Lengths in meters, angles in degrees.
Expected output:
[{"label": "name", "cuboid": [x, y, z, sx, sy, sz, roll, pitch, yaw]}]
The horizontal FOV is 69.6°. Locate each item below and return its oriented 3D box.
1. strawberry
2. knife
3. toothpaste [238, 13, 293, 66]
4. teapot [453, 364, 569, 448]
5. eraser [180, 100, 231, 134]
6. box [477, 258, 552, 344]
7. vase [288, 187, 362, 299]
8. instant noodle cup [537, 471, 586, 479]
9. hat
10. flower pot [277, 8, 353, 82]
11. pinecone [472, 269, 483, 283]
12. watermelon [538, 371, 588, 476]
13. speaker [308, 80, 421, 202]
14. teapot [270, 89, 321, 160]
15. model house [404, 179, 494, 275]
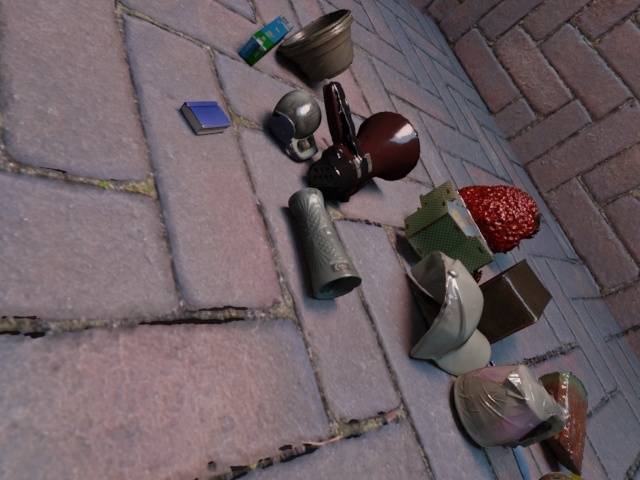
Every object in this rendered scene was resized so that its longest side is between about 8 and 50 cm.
[{"label": "strawberry", "cuboid": [0.620, -0.094, 1.619, 0.257, 0.261, 0.261, 54, 33, -11]}, {"label": "knife", "cuboid": [0.466, 0.439, 1.151, 0.045, 0.019, 0.312, 15, 50, -33]}, {"label": "toothpaste", "cuboid": [-0.143, -0.548, 1.252, 0.050, 0.065, 0.266, 45, 34, -18]}, {"label": "teapot", "cuboid": [0.417, 0.375, 1.003, 0.221, 0.178, 0.163, 57, 35, 4]}, {"label": "eraser", "cuboid": [-0.227, -0.245, 0.915, 0.063, 0.027, 0.085, 55, 35, 4]}, {"label": "box", "cuboid": [0.513, 0.172, 1.296, 0.273, 0.184, 0.143, -12, 66, -54]}, {"label": "vase", "cuboid": [0.000, 0.000, 0.918, 0.096, 0.096, 0.219, 10, 50, -46]}, {"label": "instant noodle cup", "cuboid": [0.496, 0.569, 0.922, 0.153, 0.205, 0.204, 8, 55, -54]}, {"label": "hat", "cuboid": [0.332, 0.184, 1.083, 0.301, 0.168, 0.257, 40, 40, -26]}, {"label": "flower pot", "cuboid": [0.006, -0.550, 1.330, 0.235, 0.236, 0.140, -76, 146, -49]}, {"label": "pinecone", "cuboid": [0.437, 0.099, 1.368, 0.083, 0.077, 0.077, 38, 33, 7]}, {"label": "watermelon", "cuboid": [0.647, 0.492, 1.242, 0.193, 0.140, 0.256, 41, 45, -26]}, {"label": "speaker", "cuboid": [0.108, -0.239, 1.135, 0.198, 0.259, 0.330, 28, 31, 23]}, {"label": "teapot", "cuboid": [-0.067, -0.267, 1.086, 0.111, 0.149, 0.108, 22, 46, 21]}, {"label": "model house", "cuboid": [0.319, -0.021, 1.233, 0.206, 0.178, 0.270, 7, 58, -55]}]
